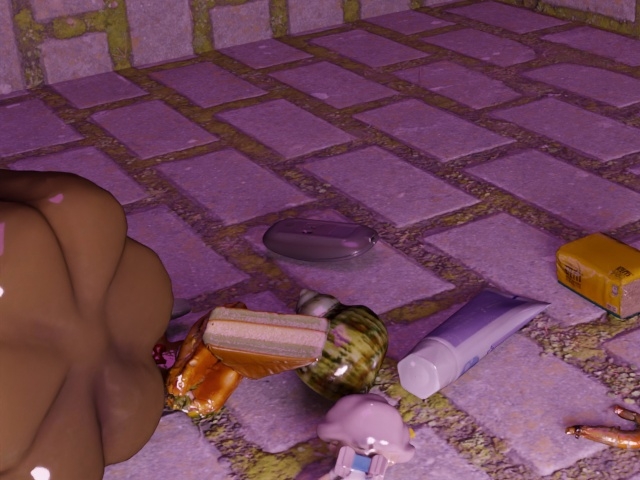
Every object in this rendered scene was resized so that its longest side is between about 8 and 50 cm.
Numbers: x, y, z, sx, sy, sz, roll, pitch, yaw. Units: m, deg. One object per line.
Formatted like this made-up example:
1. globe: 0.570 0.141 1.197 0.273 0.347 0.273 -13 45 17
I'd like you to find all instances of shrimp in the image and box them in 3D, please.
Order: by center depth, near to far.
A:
1. shrimp: 0.407 0.263 1.486 0.127 0.025 0.091 2 26 3

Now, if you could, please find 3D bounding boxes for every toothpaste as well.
1. toothpaste: 0.249 0.146 1.705 0.125 0.080 0.371 12 25 31

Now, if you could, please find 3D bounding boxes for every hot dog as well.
1. hot dog: -0.167 0.183 1.646 0.072 0.115 0.269 -25 13 29

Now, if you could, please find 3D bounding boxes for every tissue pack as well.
1. tissue pack: 0.508 0.057 1.836 0.120 0.082 0.169 -17 29 -23

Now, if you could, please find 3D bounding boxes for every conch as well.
1. conch: 0.020 0.156 1.637 0.181 0.124 0.187 24 19 31

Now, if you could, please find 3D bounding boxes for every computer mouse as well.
1. computer mouse: 0.000 0.001 2.056 0.232 0.057 0.120 6 27 25

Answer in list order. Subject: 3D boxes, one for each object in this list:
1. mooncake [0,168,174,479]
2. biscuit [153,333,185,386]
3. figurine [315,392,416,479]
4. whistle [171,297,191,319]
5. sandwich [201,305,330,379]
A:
1. mooncake: -0.400 0.131 1.408 0.262 0.467 0.467 2 26 24
2. biscuit: -0.278 0.188 1.689 0.204 0.031 0.138 4 44 -7
3. figurine: 0.056 0.282 1.413 0.137 0.112 0.229 8 37 12
4. whistle: -0.342 0.134 1.785 0.244 0.092 0.110 -13 25 -17
5. sandwich: -0.083 0.140 1.566 0.163 0.113 0.079 -20 43 45
